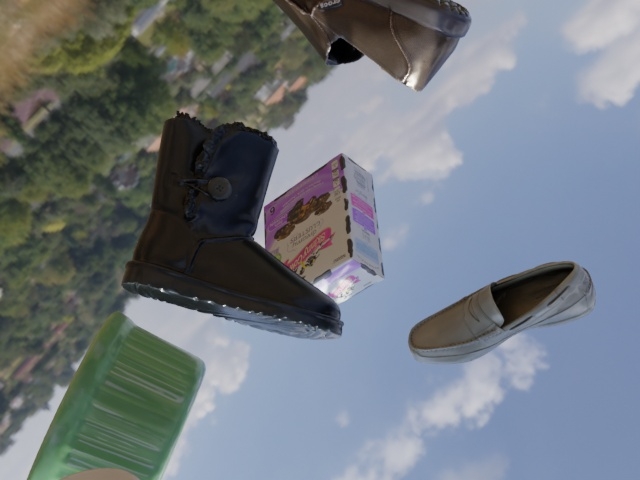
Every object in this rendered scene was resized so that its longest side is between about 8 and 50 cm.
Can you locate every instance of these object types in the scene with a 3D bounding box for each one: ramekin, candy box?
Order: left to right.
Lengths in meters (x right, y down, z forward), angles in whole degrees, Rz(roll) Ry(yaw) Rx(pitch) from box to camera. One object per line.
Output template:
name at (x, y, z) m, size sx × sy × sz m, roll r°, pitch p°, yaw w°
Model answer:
ramekin at (-0.272, 0.262, 1.126) m, size 0.303 × 0.148 × 0.303 m, roll -157°, pitch -90°, yaw -85°
candy box at (0.000, 0.000, 1.187) m, size 0.165 × 0.070 × 0.196 m, roll -33°, pitch -137°, yaw 30°

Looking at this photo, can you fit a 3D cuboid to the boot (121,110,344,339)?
boot at (-0.072, -0.017, 0.896) m, size 0.094 × 0.247 × 0.207 m, roll 132°, pitch -26°, yaw -72°

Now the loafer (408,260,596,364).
loafer at (0.283, 0.112, 1.358) m, size 0.319 × 0.111 × 0.112 m, roll -24°, pitch -135°, yaw 15°

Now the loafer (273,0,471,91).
loafer at (0.010, -0.291, 1.063) m, size 0.134 × 0.366 × 0.130 m, roll -8°, pitch 123°, yaw -52°

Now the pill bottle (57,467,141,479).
pill bottle at (-0.194, 0.326, 0.758) m, size 0.118 × 0.208 × 0.117 m, roll -8°, pitch -162°, yaw 3°
